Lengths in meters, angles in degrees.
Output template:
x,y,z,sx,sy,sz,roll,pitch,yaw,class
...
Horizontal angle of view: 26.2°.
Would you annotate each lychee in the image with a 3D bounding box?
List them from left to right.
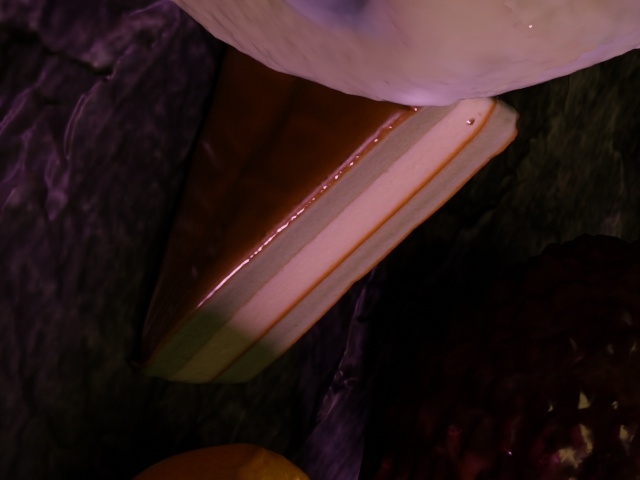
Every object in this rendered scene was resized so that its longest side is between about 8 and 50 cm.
x,y,z,sx,sy,sz,roll,pitch,yaw,class
0.145,0.142,0.694,0.300,0.264,0.264,-60,140,-29,lychee

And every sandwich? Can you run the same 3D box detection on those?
x,y,z,sx,sy,sz,roll,pitch,yaw,class
0.000,0.000,0.589,0.079,0.113,0.163,18,91,-51,sandwich

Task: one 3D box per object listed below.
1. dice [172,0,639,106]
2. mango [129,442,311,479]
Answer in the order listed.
x,y,z,sx,sy,sz,roll,pitch,yaw,class
0.028,-0.209,0.421,0.252,0.254,0.249,-44,128,-17,dice
-0.043,0.183,0.624,0.217,0.102,0.141,66,31,-43,mango
